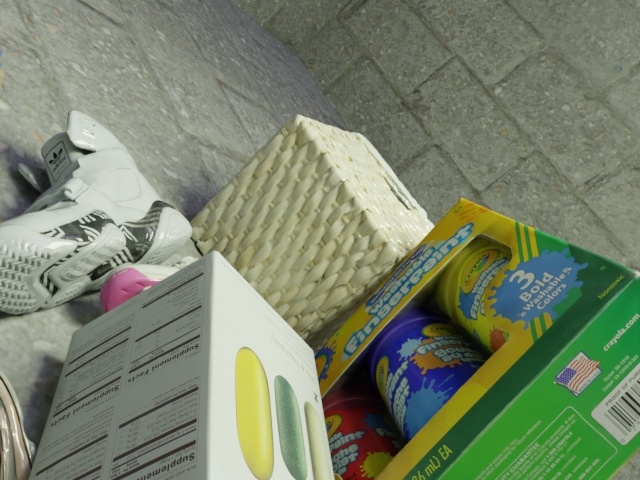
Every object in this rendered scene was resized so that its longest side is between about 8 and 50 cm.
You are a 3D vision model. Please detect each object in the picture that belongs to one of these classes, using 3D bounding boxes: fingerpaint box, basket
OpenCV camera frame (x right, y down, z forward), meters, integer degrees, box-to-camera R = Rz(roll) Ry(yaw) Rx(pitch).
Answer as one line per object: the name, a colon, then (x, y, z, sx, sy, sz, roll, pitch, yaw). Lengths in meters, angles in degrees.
fingerpaint box: (0.146, 0.186, 0.679, 0.163, 0.445, 0.371, 41, 5, -17)
basket: (0.000, 0.000, 1.009, 0.328, 0.331, 0.266, 56, 21, 17)

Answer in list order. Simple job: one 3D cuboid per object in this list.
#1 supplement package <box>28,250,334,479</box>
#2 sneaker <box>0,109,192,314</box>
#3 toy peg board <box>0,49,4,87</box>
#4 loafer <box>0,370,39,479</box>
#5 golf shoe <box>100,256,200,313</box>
supplement package: (-0.120, 0.194, 0.524, 0.199, 0.198, 0.263, 52, 15, -35)
sneaker: (-0.316, -0.045, 0.676, 0.210, 0.137, 0.366, 52, 14, 4)
toy peg board: (-0.496, -0.254, 0.731, 0.160, 0.079, 0.161, 33, 26, -42)
loafer: (-0.287, 0.167, 0.483, 0.125, 0.045, 0.039, 58, 27, 13)
golf shoe: (-0.195, 0.079, 0.781, 0.140, 0.115, 0.306, 51, 9, 31)
